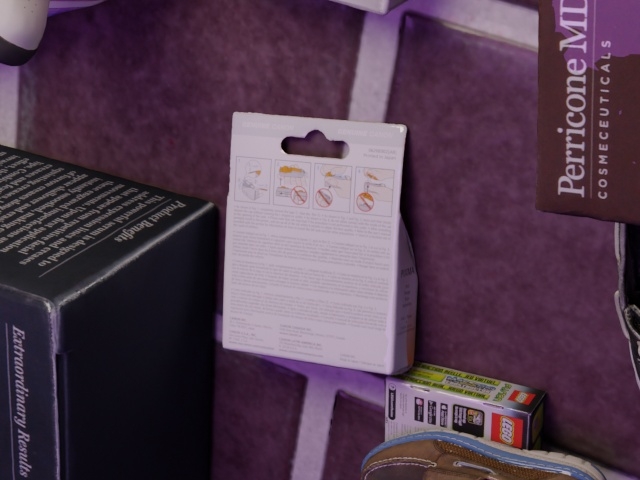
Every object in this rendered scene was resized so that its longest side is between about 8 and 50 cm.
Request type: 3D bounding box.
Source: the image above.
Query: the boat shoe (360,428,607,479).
[{"bbox_3d":[0.103,0.175,1.004,0.183,0.066,0.066,-2,110,29],"label":"boat shoe"}]

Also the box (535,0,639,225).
[{"bbox_3d":[0.240,-0.105,0.789,0.203,0.167,0.168,8,115,26],"label":"box"}]

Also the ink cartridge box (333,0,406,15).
[{"bbox_3d":[-0.039,-0.319,0.910,0.261,0.066,0.296,20,120,19],"label":"ink cartridge box"}]

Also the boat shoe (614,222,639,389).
[{"bbox_3d":[0.224,0.050,0.925,0.077,0.070,0.219,-5,110,30],"label":"boat shoe"}]

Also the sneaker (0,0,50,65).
[{"bbox_3d":[-0.183,-0.254,0.926,0.145,0.090,0.270,-25,61,23],"label":"sneaker"}]

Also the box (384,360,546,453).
[{"bbox_3d":[0.104,0.197,1.077,0.114,0.036,0.207,12,116,24],"label":"box"}]

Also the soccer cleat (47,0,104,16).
[{"bbox_3d":[-0.210,-0.194,1.020,0.248,0.095,0.083,-17,87,42],"label":"soccer cleat"}]

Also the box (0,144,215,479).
[{"bbox_3d":[-0.303,0.088,1.146,0.395,0.212,0.293,16,118,23],"label":"box"}]

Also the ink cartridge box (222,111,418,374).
[{"bbox_3d":[0.000,0.000,1.057,0.145,0.045,0.179,7,96,27],"label":"ink cartridge box"}]
